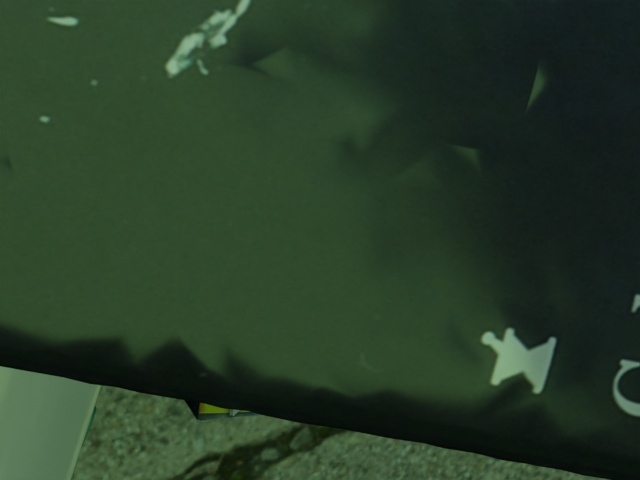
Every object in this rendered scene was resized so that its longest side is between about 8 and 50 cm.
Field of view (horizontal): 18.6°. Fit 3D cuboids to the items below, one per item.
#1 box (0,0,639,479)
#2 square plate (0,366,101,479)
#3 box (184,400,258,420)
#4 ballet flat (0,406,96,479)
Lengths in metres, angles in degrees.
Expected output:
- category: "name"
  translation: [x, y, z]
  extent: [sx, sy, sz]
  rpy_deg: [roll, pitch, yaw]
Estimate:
- category: "box"
  translation: [-0.016, -0.192, 0.731]
  extent: [0.472, 0.297, 0.479]
  rpy_deg: [12, 95, -20]
- category: "square plate"
  translation: [-0.287, 0.047, 1.118]
  extent: [0.347, 0.049, 0.344]
  rpy_deg: [15, 98, -27]
- category: "box"
  translation: [0.000, 0.000, 1.259]
  extent: [0.159, 0.044, 0.233]
  rpy_deg: [-3, 116, -24]
- category: "ballet flat"
  translation: [-0.213, 0.189, 1.249]
  extent: [0.077, 0.077, 0.231]
  rpy_deg: [19, 104, -9]
